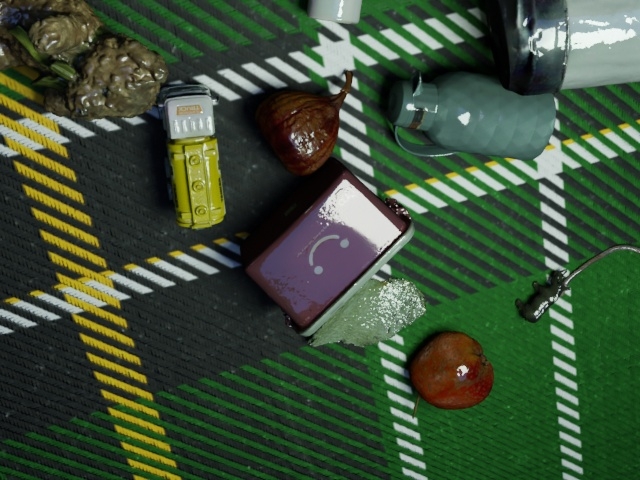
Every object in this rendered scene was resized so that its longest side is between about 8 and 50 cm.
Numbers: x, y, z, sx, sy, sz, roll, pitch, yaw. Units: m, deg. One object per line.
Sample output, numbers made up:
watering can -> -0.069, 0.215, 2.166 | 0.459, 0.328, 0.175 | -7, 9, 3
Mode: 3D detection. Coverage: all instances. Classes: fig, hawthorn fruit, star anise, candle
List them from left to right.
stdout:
fig -> -0.003, -0.205, 1.263 | 0.201, 0.134, 0.146 | -33, 125, -11
hawthorn fruit -> 0.246, 0.280, 1.517 | 0.203, 0.162, 0.162 | -29, 117, 17
candle -> 0.444, -0.351, 1.177 | 0.343, 0.221, 0.221 | -7, 113, 6
star anise -> 0.644, 0.044, 1.598 | 0.227, 0.218, 0.148 | 7, 151, 23

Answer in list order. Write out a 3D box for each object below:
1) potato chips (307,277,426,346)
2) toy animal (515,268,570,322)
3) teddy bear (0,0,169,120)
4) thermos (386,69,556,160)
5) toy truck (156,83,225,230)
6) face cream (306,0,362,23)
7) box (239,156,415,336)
potato chips -> 0.092, 0.150, 1.461 | 0.228, 0.059, 0.167 | -1, 117, -21
toy animal -> 0.468, 0.113, 1.547 | 0.135, 0.065, 0.047 | -47, 116, 4
teddy bear -> -0.400, -0.247, 1.087 | 0.296, 0.246, 0.222 | -25, 77, -23
thermos -> 0.255, -0.218, 1.327 | 0.287, 0.145, 0.182 | 4, 143, -15
toy truck -> -0.209, -0.138, 1.231 | 0.098, 0.114, 0.226 | -8, 112, -13
face cream -> 0.041, -0.506, 1.173 | 0.092, 0.092, 0.311 | 3, 111, -17
box -> 0.000, 0.000, 1.311 | 0.294, 0.193, 0.167 | -44, 107, 4
